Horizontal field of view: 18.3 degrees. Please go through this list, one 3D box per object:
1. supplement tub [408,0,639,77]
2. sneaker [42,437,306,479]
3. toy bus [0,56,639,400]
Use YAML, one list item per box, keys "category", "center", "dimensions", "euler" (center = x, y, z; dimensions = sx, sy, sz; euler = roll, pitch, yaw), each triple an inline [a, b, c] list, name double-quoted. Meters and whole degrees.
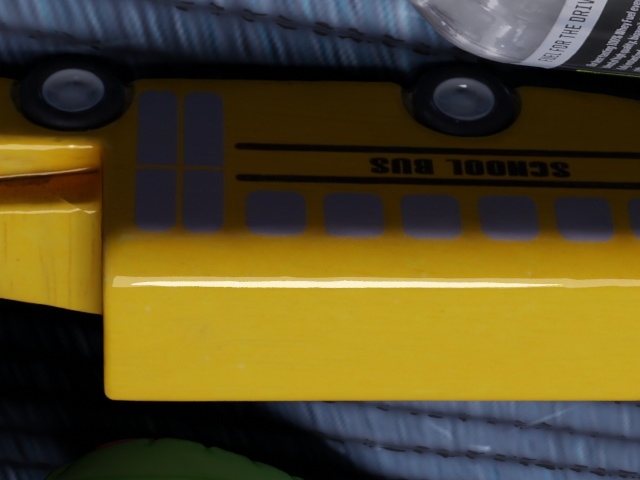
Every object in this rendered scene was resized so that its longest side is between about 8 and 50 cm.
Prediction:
- category: "supplement tub"
  center: [0.155, -0.151, 0.717]
  dimensions: [0.316, 0.194, 0.194]
  euler: [5, 135, -11]
- category: "sneaker"
  center: [0.043, 0.270, 1.113]
  dimensions: [0.482, 0.202, 0.185]
  euler: [21, 155, -18]
- category: "toy bus"
  center: [0.000, 0.000, 0.904]
  dimensions: [0.332, 0.130, 0.108]
  euler: [0, 136, -6]
